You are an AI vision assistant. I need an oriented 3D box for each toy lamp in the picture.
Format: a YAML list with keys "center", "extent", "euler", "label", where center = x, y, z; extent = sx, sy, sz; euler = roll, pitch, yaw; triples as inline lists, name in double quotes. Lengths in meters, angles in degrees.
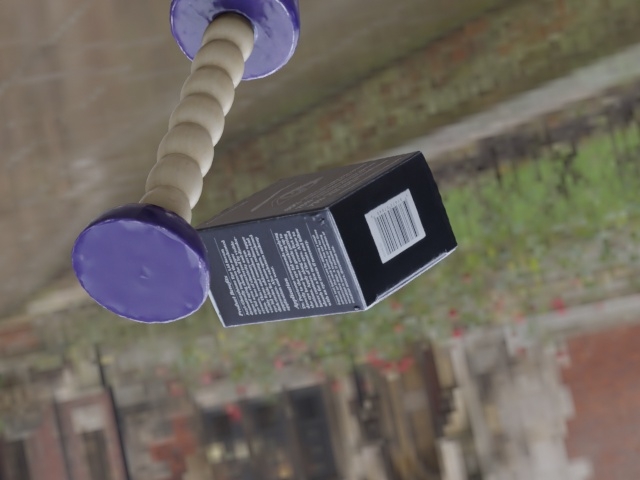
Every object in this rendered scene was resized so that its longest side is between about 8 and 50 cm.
- center: [-0.065, -0.074, 0.992]
  extent: [0.080, 0.080, 0.274]
  euler: [-13, -144, 26]
  label: "toy lamp"

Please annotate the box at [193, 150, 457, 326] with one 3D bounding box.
- center: [0.000, 0.000, 1.786]
  extent: [0.207, 0.108, 0.153]
  euler: [-9, -164, 46]
  label: "box"
